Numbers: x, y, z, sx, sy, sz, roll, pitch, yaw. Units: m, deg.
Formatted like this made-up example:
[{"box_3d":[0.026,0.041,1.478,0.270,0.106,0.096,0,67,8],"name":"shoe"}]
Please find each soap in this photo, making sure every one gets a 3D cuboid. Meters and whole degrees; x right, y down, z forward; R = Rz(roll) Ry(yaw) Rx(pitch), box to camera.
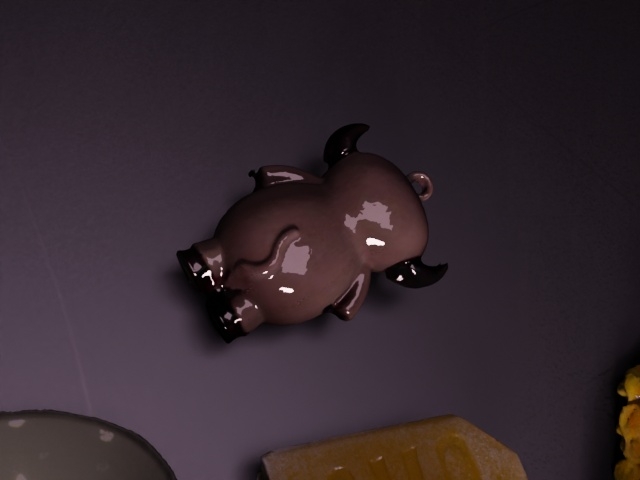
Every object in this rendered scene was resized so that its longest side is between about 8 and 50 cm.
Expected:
[{"box_3d":[0.071,0.241,0.872,0.232,0.073,0.140,-8,55,-14],"name":"soap"}]

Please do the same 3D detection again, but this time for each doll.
[{"box_3d":[-0.001,0.000,0.930,0.257,0.117,0.182,-28,85,-23],"name":"doll"}]

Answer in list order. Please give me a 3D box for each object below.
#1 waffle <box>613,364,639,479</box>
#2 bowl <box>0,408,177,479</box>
[{"box_3d":[0.440,0.225,0.992,0.261,0.151,0.324,16,68,-16],"name":"waffle"},{"box_3d":[-0.250,0.290,0.708,0.337,0.337,0.158,-21,122,-22],"name":"bowl"}]
